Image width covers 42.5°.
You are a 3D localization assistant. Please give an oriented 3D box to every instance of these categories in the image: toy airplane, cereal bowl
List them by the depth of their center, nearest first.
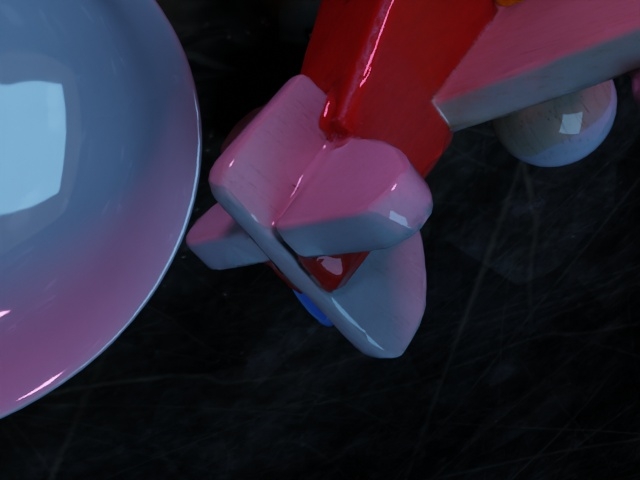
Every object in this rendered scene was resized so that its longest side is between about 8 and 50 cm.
[{"bbox_3d":[-0.252,-0.050,0.508,0.339,0.141,0.339,-25,130,-33],"label":"cereal bowl"},{"bbox_3d":[0.087,-0.107,0.512,0.272,0.386,0.384,27,114,-32],"label":"toy airplane"}]

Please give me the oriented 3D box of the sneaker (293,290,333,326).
[{"bbox_3d":[0.000,0.000,0.798,0.090,0.081,0.232,-27,139,5],"label":"sneaker"}]
